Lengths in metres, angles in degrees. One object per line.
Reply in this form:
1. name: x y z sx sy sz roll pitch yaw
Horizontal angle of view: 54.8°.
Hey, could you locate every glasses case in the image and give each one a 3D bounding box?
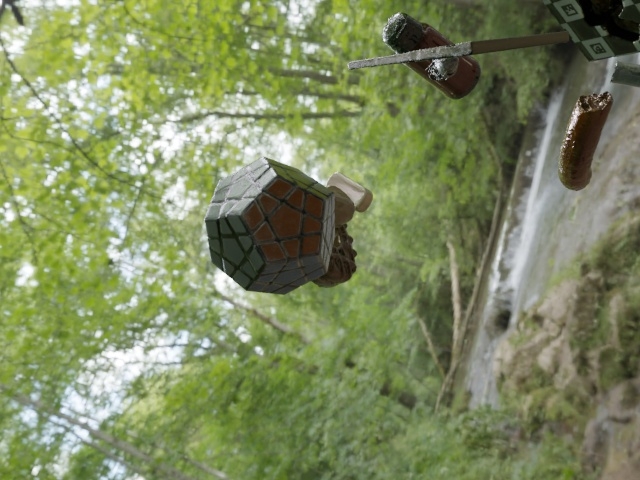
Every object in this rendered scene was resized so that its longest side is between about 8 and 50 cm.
1. glasses case: 0.092 -0.159 2.024 0.050 0.196 0.083 24 -79 -44

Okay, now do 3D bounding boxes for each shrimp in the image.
1. shrimp: 0.295 -0.419 1.514 0.056 0.065 0.165 61 171 -3

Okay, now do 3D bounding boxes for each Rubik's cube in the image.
1. Rubik's cube: -0.109 -0.031 1.415 0.319 0.319 0.264 66 -176 -65

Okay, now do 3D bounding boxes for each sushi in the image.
1. sushi: 0.639 -0.548 1.316 0.064 0.343 0.359 -54 23 -9

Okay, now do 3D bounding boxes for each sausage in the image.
1. sausage: 0.600 -0.213 1.423 0.103 0.076 0.302 -40 -32 -18

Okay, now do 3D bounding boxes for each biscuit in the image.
1. biscuit: 0.011 0.007 1.980 0.268 0.115 0.366 51 -153 -26

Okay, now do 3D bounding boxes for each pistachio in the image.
1. pistachio: 0.032 -0.094 1.771 0.185 0.108 0.126 -14 -74 -63

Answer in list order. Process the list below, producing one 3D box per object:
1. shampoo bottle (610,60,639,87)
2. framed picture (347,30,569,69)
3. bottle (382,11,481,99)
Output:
1. shampoo bottle: 0.988 -0.487 1.848 0.072 0.214 0.072 16 -90 -71
2. framed picture: 0.246 -0.355 1.165 0.247 0.335 0.022 -16 -73 -30
3. bottle: 0.336 -0.571 1.889 0.336 0.144 0.144 26 -108 -32
